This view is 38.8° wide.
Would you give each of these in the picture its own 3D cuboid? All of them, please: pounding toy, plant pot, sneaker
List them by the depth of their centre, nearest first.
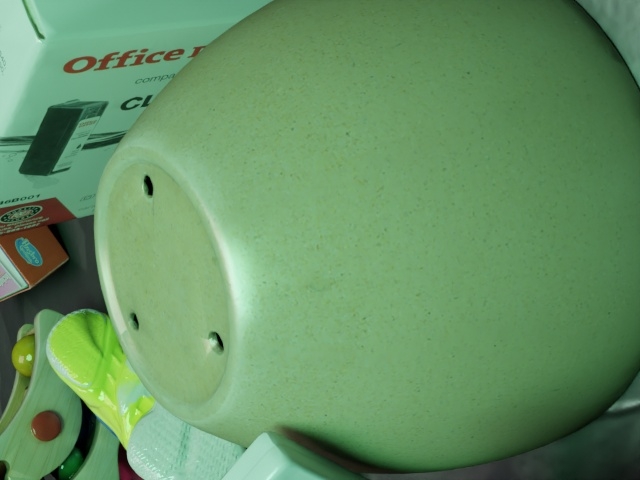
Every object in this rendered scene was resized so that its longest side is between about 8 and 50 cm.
[{"bbox_3d":[0.000,0.000,0.465,0.284,0.191,0.284,21,118,47],"label":"plant pot"},{"bbox_3d":[-0.144,0.160,0.819,0.240,0.091,0.126,42,162,24],"label":"sneaker"},{"bbox_3d":[-0.296,0.216,0.903,0.155,0.154,0.269,-29,54,51],"label":"pounding toy"}]

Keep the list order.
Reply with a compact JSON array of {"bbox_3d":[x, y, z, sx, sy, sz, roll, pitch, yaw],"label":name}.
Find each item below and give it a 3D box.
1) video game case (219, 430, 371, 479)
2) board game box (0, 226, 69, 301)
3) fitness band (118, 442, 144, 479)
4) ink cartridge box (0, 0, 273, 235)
[{"bbox_3d":[-0.050,0.237,0.450,0.285,0.204,0.025,-49,41,4],"label":"video game case"},{"bbox_3d":[-0.451,-0.063,1.005,0.242,0.064,0.316,-20,108,41],"label":"board game box"},{"bbox_3d":[-0.189,0.355,0.953,0.290,0.054,0.209,60,141,21],"label":"fitness band"},{"bbox_3d":[-0.150,-0.117,0.613,0.273,0.197,0.114,-40,72,51],"label":"ink cartridge box"}]
